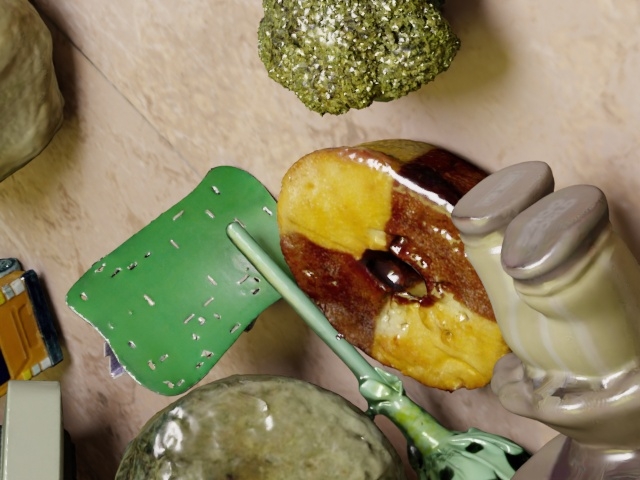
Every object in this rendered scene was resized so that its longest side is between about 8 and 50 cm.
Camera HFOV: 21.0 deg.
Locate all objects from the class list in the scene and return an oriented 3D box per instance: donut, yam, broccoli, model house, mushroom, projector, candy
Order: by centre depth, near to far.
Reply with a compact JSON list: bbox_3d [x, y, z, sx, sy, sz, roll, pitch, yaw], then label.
[{"bbox_3d":[0.024,-0.129,1.015,0.131,0.130,0.120,-29,141,26],"label":"broccoli"},{"bbox_3d":[0.061,0.008,1.104,0.184,0.073,0.166,22,131,34],"label":"donut"},{"bbox_3d":[0.041,0.099,1.168,0.305,0.083,0.091,46,-177,4],"label":"candy"},{"bbox_3d":[-0.046,0.188,1.175,0.195,0.195,0.300,53,171,1],"label":"yam"},{"bbox_3d":[-0.089,0.042,1.239,0.117,0.167,0.088,42,160,14],"label":"model house"},{"bbox_3d":[-0.295,-0.103,1.304,0.267,0.189,0.164,-14,122,48],"label":"mushroom"},{"bbox_3d":[-0.247,0.273,1.486,0.257,0.079,0.259,120,150,-67],"label":"projector"}]

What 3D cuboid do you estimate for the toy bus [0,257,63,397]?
[{"bbox_3d":[-0.335,0.074,1.534,0.201,0.114,0.098,10,124,42],"label":"toy bus"}]

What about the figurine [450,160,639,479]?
[{"bbox_3d":[0.180,0.143,0.977,0.248,0.203,0.380,-1,116,51],"label":"figurine"}]
